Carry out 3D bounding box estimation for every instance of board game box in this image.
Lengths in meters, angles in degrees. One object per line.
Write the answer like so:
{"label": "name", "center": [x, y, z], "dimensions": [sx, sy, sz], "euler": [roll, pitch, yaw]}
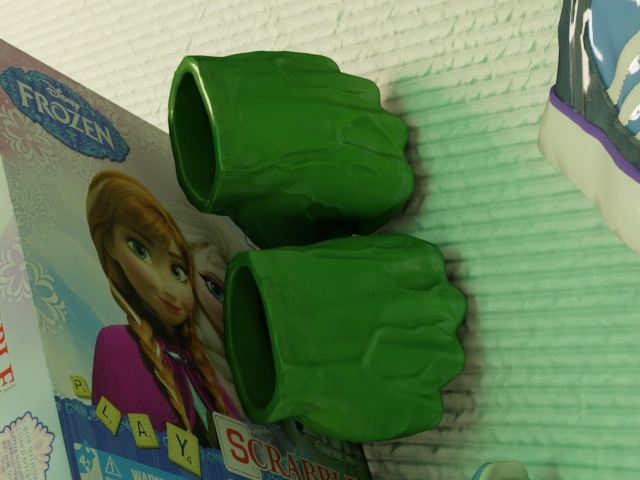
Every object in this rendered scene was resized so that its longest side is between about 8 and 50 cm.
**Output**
{"label": "board game box", "center": [-0.096, 0.062, 1.112], "dimensions": [0.066, 0.319, 0.318], "euler": [-32, 56, 22]}

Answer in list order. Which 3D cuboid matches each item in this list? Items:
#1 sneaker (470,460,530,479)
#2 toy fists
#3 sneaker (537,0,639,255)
{"label": "sneaker", "center": [0.138, 0.194, 0.939], "dimensions": [0.237, 0.085, 0.086], "euler": [38, 127, 52]}
{"label": "toy fists", "center": [0.000, 0.000, 1.132], "dimensions": [0.096, 0.142, 0.279], "euler": [120, 141, -48]}
{"label": "sneaker", "center": [0.209, -0.109, 0.810], "dimensions": [0.323, 0.130, 0.236], "euler": [-131, 54, -64]}
